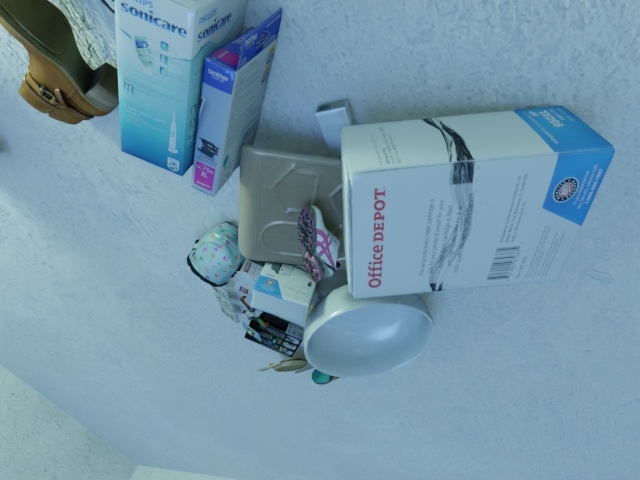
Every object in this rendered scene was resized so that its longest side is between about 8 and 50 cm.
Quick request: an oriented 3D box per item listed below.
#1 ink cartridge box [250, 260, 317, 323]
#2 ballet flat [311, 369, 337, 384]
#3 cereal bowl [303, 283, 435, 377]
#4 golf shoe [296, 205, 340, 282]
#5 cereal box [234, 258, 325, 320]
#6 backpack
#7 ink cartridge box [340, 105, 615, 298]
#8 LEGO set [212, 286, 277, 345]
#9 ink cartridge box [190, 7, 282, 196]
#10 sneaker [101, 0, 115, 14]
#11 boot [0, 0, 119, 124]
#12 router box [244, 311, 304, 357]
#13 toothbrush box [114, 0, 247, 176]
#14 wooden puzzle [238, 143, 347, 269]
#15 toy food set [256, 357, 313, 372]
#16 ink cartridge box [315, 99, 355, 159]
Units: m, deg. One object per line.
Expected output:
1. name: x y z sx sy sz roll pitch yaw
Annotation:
1. ink cartridge box: -0.076 0.097 1.050 0.139 0.191 0.082 17 134 3
2. ballet flat: 0.051 0.448 1.419 0.067 0.073 0.206 19 144 -31
3. cereal bowl: 0.117 0.216 1.096 0.338 0.141 0.339 -5 135 -5
4. golf shoe: 0.000 0.000 0.907 0.067 0.085 0.186 37 144 45
5. cereal box: -0.122 0.147 1.180 0.240 0.048 0.173 25 154 -5
6. backpack: -0.269 0.040 1.119 0.152 0.115 0.182 37 130 -12
7. ink cartridge box: 0.235 -0.061 0.745 0.394 0.166 0.286 -5 132 -1
8. LEGO set: -0.224 0.219 1.278 0.244 0.060 0.183 30 146 27
9. ink cartridge box: -0.156 -0.252 0.761 0.065 0.186 0.311 25 134 -2
10. sneaker: -0.348 -0.463 0.704 0.234 0.084 0.097 38 131 -17
11. boot: -0.556 -0.355 0.842 0.220 0.109 0.283 -9 153 33
12. router box: -0.152 0.306 1.370 0.178 0.046 0.133 24 135 -3
13. toothbrush box: -0.236 -0.300 0.724 0.126 0.216 0.296 23 135 -3
14. wooden puzzle: -0.008 -0.064 0.934 0.347 0.081 0.322 10 136 -3
15. toy food set: -0.110 0.422 1.436 0.132 0.039 0.192 -29 147 34
16. ink cartridge box: 0.039 -0.218 0.834 0.062 0.029 0.115 -5 136 22
